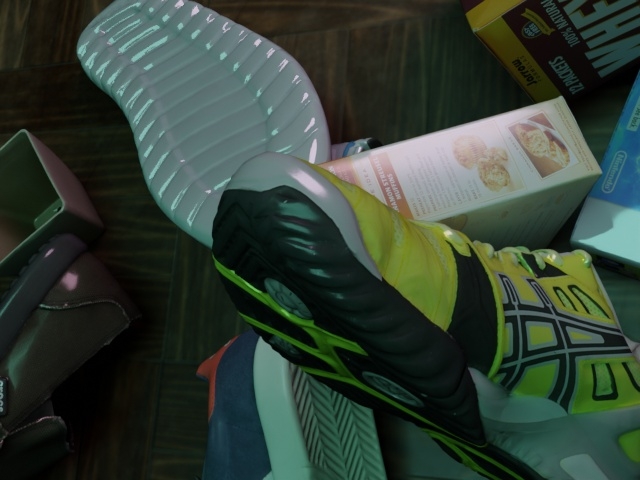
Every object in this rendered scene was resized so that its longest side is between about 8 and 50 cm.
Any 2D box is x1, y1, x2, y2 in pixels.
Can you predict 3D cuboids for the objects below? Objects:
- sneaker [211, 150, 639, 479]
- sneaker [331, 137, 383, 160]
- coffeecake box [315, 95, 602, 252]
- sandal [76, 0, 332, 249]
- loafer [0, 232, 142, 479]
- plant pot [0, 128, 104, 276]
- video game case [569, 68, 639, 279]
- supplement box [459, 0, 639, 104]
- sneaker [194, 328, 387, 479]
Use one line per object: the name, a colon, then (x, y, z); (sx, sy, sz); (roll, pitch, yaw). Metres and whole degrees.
sneaker: (0.091, 0.052, 0.491); (0.145, 0.385, 0.147); (8, 66, 51)
sneaker: (0.000, 0.000, 0.691); (0.083, 0.071, 0.190); (8, 76, 38)
coffeecake box: (0.088, -0.019, 0.574); (0.186, 0.142, 0.068); (-16, 68, -9)
sandal: (-0.103, -0.127, 0.744); (0.169, 0.102, 0.416); (-39, 51, 2)
loafer: (-0.283, 0.171, 0.686); (0.130, 0.134, 0.365); (33, 78, -10)
plant pot: (-0.288, -0.026, 0.791); (0.109, 0.096, 0.109); (-38, 65, 8)
video game case: (0.350, -0.073, 0.562); (0.244, 0.061, 0.269); (21, 85, 25)
supplement box: (0.199, -0.240, 0.589); (0.191, 0.129, 0.194); (-30, 54, 26)
sneaker: (-0.023, 0.240, 0.611); (0.148, 0.131, 0.349); (-17, 75, 40)
